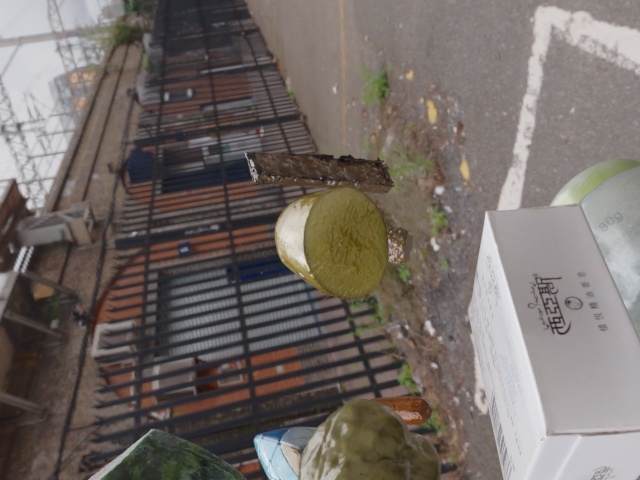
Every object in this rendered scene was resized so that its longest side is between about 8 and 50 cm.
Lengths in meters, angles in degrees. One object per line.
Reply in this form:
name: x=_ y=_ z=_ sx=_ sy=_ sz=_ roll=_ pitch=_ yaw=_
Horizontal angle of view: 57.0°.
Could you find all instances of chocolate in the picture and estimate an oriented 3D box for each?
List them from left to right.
chocolate: x=0.000 y=-0.142 z=1.275 sx=0.102 sy=0.329 sz=0.065 roll=-112 pitch=30 yaw=-47

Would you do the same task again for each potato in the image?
potato: x=0.000 y=0.000 z=0.984 sx=0.158 sy=0.204 sz=0.178 roll=6 pitch=85 yaw=49

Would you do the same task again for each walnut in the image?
walnut: x=0.086 y=0.441 z=1.031 sx=0.253 sy=0.282 sz=0.277 roll=-56 pitch=0 yaw=30

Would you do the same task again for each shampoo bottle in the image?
shampoo bottle: x=0.619 y=0.015 z=1.142 sx=0.317 sy=0.323 sz=0.322 roll=-112 pitch=13 yaw=-52

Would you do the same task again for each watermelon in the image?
watermelon: x=-0.257 y=0.410 z=0.829 sx=0.193 sy=0.310 sz=0.232 roll=51 pitch=160 yaw=0

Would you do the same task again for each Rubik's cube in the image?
Rubik's cube: x=-0.062 y=0.603 z=1.538 sx=0.254 sy=0.255 sz=0.254 roll=169 pitch=90 yaw=-83

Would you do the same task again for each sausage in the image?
sausage: x=0.200 y=0.457 z=1.574 sx=0.076 sy=0.198 sz=0.076 roll=34 pitch=-130 yaw=-54

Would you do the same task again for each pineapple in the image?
pineapple: x=0.154 y=0.006 z=1.779 sx=0.119 sy=0.237 sz=0.111 roll=-50 pitch=-37 yaw=-58

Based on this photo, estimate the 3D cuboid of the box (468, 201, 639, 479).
box: x=0.248 y=0.126 z=0.644 sx=0.203 sy=0.116 sz=0.274 roll=82 pitch=-174 yaw=-46
